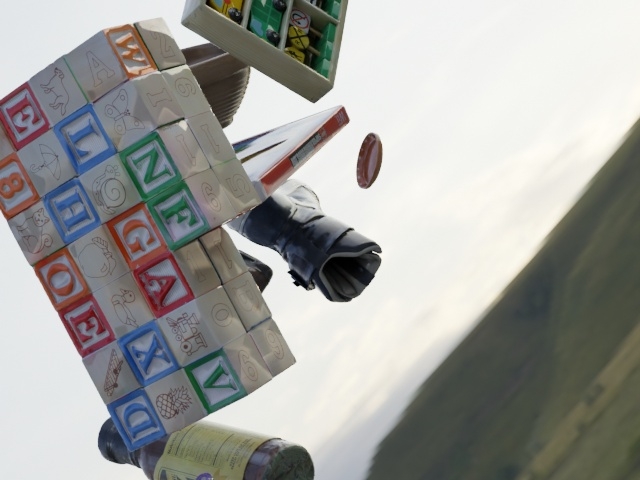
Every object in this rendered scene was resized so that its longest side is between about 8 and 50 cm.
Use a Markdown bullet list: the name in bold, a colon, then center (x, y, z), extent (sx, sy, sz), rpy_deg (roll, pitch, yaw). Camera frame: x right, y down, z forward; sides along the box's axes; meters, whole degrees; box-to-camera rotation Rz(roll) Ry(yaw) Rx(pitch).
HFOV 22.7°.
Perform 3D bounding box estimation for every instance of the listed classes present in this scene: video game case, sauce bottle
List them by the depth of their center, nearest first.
- **video game case**: center (-0.101, -0.064, 1.632), extent (0.204, 0.025, 0.285), rpy_deg (-18, 13, 23)
- **sauce bottle**: center (-0.164, 0.296, 2.154), extent (0.111, 0.344, 0.111), rpy_deg (-7, -80, -46)

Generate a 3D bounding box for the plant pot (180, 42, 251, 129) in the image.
- **plant pot**: center (-0.195, -0.202, 2.243), extent (0.237, 0.109, 0.237), rpy_deg (-14, 14, 4)

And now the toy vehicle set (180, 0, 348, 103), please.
- **toy vehicle set**: center (-0.045, -0.285, 1.656), extent (0.035, 0.166, 0.266), rpy_deg (-37, 34, 43)

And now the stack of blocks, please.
- **stack of blocks**: center (-0.138, -0.004, 1.264), extent (0.171, 0.297, 0.087), rpy_deg (-28, 0, 30)

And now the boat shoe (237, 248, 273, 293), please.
- **boat shoe**: center (-0.155, 0.023, 1.980), extent (0.073, 0.224, 0.080), rpy_deg (-41, -38, -34)

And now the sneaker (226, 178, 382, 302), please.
- **sneaker**: center (-0.001, 0.002, 1.797), extent (0.086, 0.163, 0.226), rpy_deg (-61, -12, 11)

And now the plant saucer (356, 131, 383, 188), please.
- **plant saucer**: center (0.072, -0.115, 2.301), extent (0.083, 0.013, 0.083), rpy_deg (-170, 90, -72)

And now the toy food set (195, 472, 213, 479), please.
- **toy food set**: center (-0.142, 0.310, 1.856), extent (0.122, 0.019, 0.078), rpy_deg (103, 179, -74)
